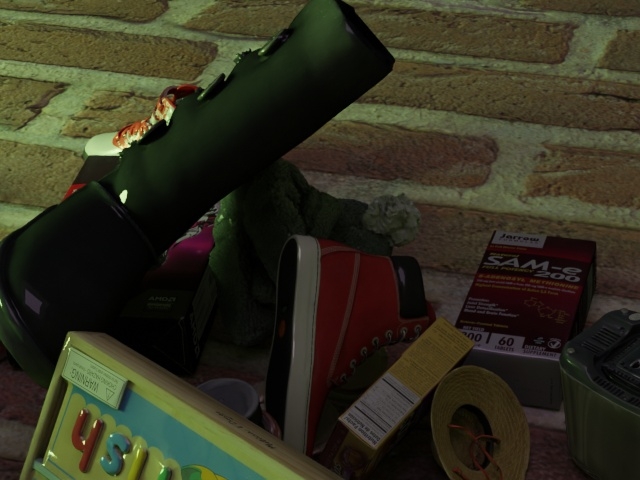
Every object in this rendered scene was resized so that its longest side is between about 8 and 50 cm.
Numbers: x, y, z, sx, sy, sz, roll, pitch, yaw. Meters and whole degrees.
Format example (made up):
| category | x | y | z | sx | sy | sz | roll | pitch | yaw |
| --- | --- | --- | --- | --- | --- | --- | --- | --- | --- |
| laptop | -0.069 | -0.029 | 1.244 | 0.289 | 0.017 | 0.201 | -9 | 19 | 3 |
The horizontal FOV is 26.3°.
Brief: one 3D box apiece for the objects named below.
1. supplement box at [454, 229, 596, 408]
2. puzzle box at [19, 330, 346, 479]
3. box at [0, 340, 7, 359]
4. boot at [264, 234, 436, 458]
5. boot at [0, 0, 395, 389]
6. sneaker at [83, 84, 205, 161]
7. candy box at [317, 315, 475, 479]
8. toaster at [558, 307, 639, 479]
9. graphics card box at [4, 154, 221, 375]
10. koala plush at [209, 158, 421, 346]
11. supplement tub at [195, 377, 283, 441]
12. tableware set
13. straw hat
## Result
| category | x | y | z | sx | sy | sz | roll | pitch | yaw |
| --- | --- | --- | --- | --- | --- | --- | --- | --- | --- |
| supplement box | 0.236 | 0.085 | 1.576 | 0.130 | 0.073 | 0.239 | 6 | 34 | 17 |
| puzzle box | -0.118 | 0.278 | 1.170 | 0.409 | 0.272 | 0.052 | 25 | 10 | 37 |
| box | -0.524 | 0.058 | 1.649 | 0.154 | 0.142 | 0.300 | -31 | 41 | -34 |
| boot | 0.037 | 0.126 | 1.434 | 0.176 | 0.244 | 0.088 | 12 | -12 | -20 |
| boot | -0.119 | -0.067 | 1.401 | 0.445 | 0.146 | 0.367 | -32 | 20 | 9 |
| sneaker | -0.226 | -0.157 | 1.933 | 0.270 | 0.145 | 0.090 | 14 | 38 | 27 |
| candy box | 0.076 | 0.172 | 1.413 | 0.053 | 0.109 | 0.186 | 39 | 51 | 14 |
| toaster | 0.341 | 0.179 | 1.352 | 0.129 | 0.146 | 0.227 | -32 | 41 | -33 |
| graphics card box | -0.231 | 0.019 | 1.717 | 0.232 | 0.094 | 0.371 | 3 | 35 | 10 |
| koala plush | 0.000 | 0.000 | 1.622 | 0.221 | 0.196 | 0.203 | -1 | 66 | -37 |
| supplement tub | -0.083 | 0.226 | 1.289 | 0.106 | 0.198 | 0.106 | -4 | 33 | 2 |
| tableware set | 0.004 | 0.173 | 1.505 | 0.128 | 0.039 | 0.194 | 24 | 47 | 19 |
| straw hat | 0.146 | 0.206 | 1.406 | 0.144 | 0.144 | 0.061 | -40 | 7 | -41 |
